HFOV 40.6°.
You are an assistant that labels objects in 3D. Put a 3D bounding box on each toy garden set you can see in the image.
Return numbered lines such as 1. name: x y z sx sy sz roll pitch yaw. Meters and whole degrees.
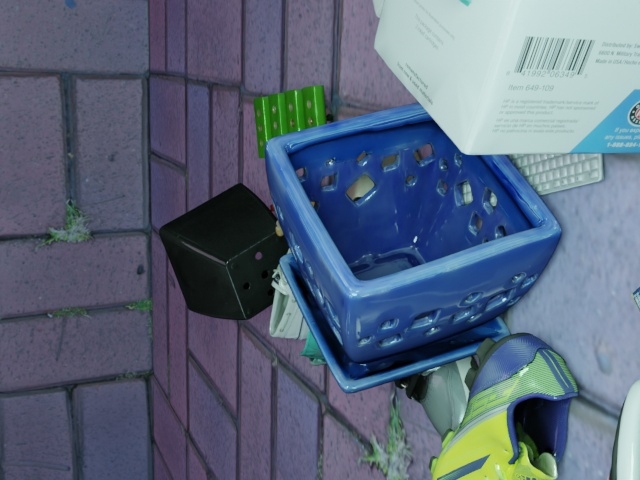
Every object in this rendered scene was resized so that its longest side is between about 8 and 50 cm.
1. toy garden set: -0.035 -0.149 1.454 0.244 0.049 0.203 9 106 63

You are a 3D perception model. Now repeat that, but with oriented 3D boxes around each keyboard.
1. keyboard: 0.208 -0.078 0.901 0.256 0.014 0.072 166 100 -68

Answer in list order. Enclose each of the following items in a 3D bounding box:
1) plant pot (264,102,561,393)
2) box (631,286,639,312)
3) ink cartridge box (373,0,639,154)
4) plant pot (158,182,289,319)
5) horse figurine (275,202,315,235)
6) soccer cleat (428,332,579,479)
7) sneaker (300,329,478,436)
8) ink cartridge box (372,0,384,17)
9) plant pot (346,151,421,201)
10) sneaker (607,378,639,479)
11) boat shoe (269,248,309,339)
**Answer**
1. plant pot: 0.083 0.014 0.925 0.212 0.236 0.236 93 156 -45
2. box: 0.299 0.096 0.635 0.054 0.059 0.168 121 140 -49
3. ink cartridge box: 0.191 -0.231 0.675 0.197 0.198 0.270 -119 34 -48
4. plant pot: -0.144 0.034 1.541 0.167 0.187 0.188 24 138 48
5. horse figurine: 0.000 0.000 1.310 0.263 0.066 0.174 63 155 22
6. soccer cleat: 0.187 0.229 0.894 0.121 0.094 0.289 49 138 47
7. sneaker: 0.070 0.133 1.051 0.295 0.179 0.123 -117 32 -45
8. ink cartridge box: 0.139 -0.382 0.893 0.273 0.115 0.198 136 127 -62
9. plant pot: 0.078 -0.069 1.117 0.109 0.109 0.096 132 144 -61
10. sneaker: 0.247 0.252 0.723 0.147 0.105 0.295 1 98 63
11. boat shoe: -0.044 0.071 1.466 0.083 0.076 0.226 -139 50 -61
